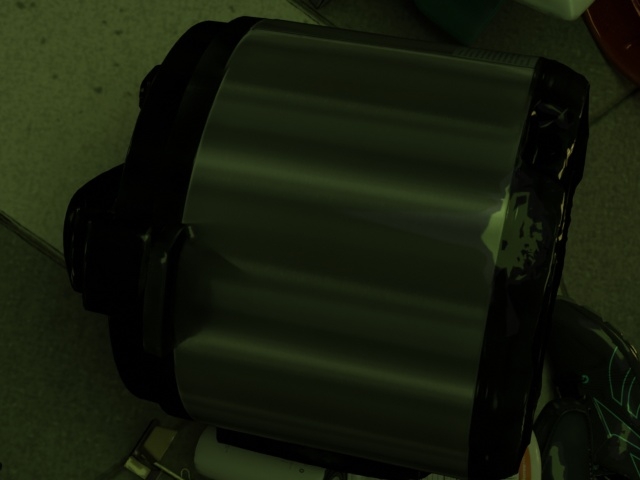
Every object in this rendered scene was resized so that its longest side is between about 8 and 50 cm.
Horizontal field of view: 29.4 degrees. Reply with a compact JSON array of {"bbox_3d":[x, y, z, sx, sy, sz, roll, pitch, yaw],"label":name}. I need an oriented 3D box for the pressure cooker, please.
[{"bbox_3d":[0.001,-0.006,1.057,0.420,0.370,0.375,10,66,11],"label":"pressure cooker"}]

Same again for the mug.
[{"bbox_3d":[0.160,-0.288,1.320,0.097,0.158,0.129,37,95,1],"label":"mug"}]

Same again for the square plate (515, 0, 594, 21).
[{"bbox_3d":[0.205,-0.401,1.222,0.347,0.049,0.344,32,69,29],"label":"square plate"}]

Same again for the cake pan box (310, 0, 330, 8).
[{"bbox_3d":[0.022,-0.417,1.331,0.267,0.070,0.245,-39,88,-19],"label":"cake pan box"}]

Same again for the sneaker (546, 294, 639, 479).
[{"bbox_3d":[0.296,0.178,1.266,0.106,0.101,0.267,-36,89,-16],"label":"sneaker"}]

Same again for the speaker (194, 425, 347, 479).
[{"bbox_3d":[-0.047,0.208,1.115,0.136,0.055,0.055,12,72,27],"label":"speaker"}]

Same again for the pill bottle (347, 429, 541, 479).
[{"bbox_3d":[0.095,0.224,1.191,0.216,0.121,0.121,2,78,-14],"label":"pill bottle"}]

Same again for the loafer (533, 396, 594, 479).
[{"bbox_3d":[0.241,0.268,1.210,0.076,0.078,0.223,3,99,-17],"label":"loafer"}]

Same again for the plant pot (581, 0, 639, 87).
[{"bbox_3d":[0.467,-0.323,1.343,0.265,0.272,0.272,-25,86,-26],"label":"plant pot"}]

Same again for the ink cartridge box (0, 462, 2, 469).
[{"bbox_3d":[-0.312,0.376,0.959,0.151,0.270,0.395,-2,78,0],"label":"ink cartridge box"}]

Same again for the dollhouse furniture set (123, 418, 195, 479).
[{"bbox_3d":[-0.141,0.223,1.130,0.081,0.114,0.091,34,72,-5],"label":"dollhouse furniture set"}]
